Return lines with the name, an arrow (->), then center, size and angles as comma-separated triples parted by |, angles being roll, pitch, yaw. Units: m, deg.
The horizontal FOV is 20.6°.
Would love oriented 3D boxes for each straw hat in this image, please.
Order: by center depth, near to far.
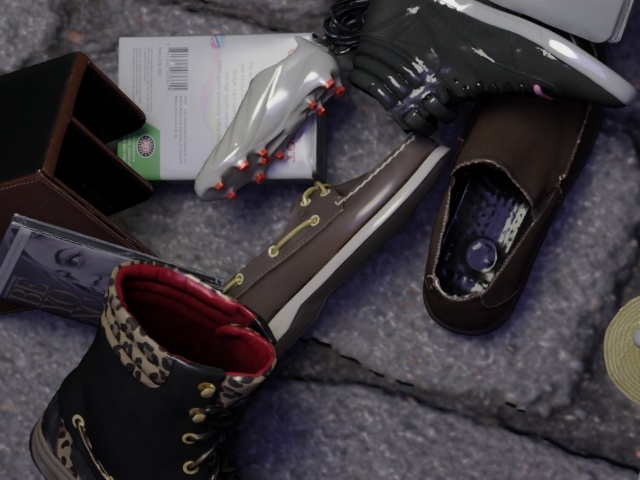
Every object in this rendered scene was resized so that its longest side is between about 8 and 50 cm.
straw hat -> 0.360, 0.111, 1.782 | 0.144, 0.061, 0.144 | -1, 85, 10

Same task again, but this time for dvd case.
dvd case -> -0.226, 0.047, 1.795 | 0.221, 0.164, 0.018 | 19, 59, -14

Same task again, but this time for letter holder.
letter holder -> -0.312, -0.045, 1.832 | 0.302, 0.214, 0.152 | -12, 51, 34

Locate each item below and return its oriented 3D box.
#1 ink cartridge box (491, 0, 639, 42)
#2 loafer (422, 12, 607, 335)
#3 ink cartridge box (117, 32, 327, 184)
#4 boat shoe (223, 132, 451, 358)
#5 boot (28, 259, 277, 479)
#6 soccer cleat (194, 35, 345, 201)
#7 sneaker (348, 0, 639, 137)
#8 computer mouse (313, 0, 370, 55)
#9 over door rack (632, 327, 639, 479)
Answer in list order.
ink cartridge box -> 0.249, -0.366, 1.727 | 0.223, 0.129, 0.307 | 23, 53, 9
loafer -> 0.201, -0.078, 1.788 | 0.134, 0.130, 0.366 | 16, 88, 10
ink cartridge box -> -0.101, -0.137, 1.862 | 0.212, 0.093, 0.154 | -1, 86, 11
boat shoe -> 0.000, 0.000, 1.815 | 0.097, 0.116, 0.324 | 46, 105, 11
boot -> -0.110, 0.213, 1.749 | 0.377, 0.138, 0.284 | 38, 131, 16
soccer cleat -> -0.061, -0.121, 1.780 | 0.196, 0.068, 0.076 | -45, 67, 2
sneaker -> 0.158, -0.151, 1.717 | 0.296, 0.104, 0.147 | 26, 92, 23
computer mouse -> -0.008, -0.318, 1.857 | 0.188, 0.072, 0.272 | -37, 81, -32
over door rack -> 0.423, 0.160, 1.716 | 0.240, 0.108, 0.324 | 7, 99, -13
